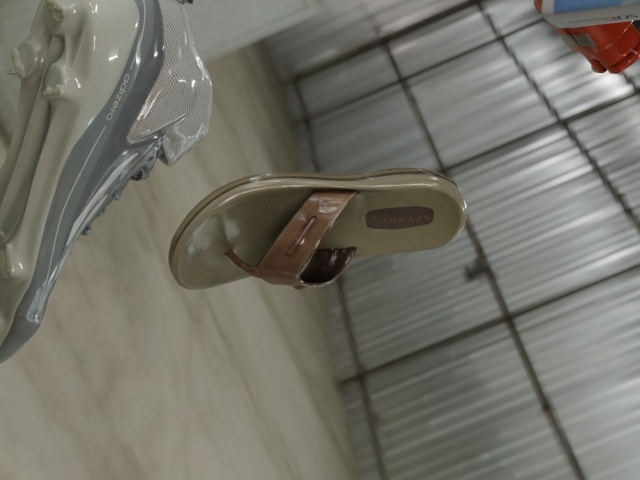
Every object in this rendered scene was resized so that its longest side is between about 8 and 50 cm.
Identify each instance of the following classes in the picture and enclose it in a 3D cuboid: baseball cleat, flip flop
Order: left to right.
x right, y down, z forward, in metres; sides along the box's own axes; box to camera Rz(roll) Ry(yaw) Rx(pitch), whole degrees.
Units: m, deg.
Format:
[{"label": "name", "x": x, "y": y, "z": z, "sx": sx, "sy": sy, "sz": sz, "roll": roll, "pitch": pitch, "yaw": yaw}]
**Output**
[{"label": "baseball cleat", "x": -0.110, "y": -0.025, "z": 0.636, "sx": 0.109, "sy": 0.206, "sz": 0.072, "roll": -3, "pitch": 39, "yaw": -44}, {"label": "flip flop", "x": 0.000, "y": 0.000, "z": 1.212, "sx": 0.080, "sy": 0.277, "sz": 0.112, "roll": -102, "pitch": -171, "yaw": -46}]

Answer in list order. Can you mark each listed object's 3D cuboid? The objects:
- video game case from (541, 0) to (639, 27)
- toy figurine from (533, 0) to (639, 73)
[{"label": "video game case", "x": 0.206, "y": -0.212, "z": 0.638, "sx": 0.023, "sy": 0.193, "sz": 0.212, "roll": 23, "pitch": 71, "yaw": -49}, {"label": "toy figurine", "x": 0.243, "y": -0.254, "z": 0.999, "sx": 0.148, "sy": 0.209, "sz": 0.213, "roll": 47, "pitch": 38, "yaw": -19}]
